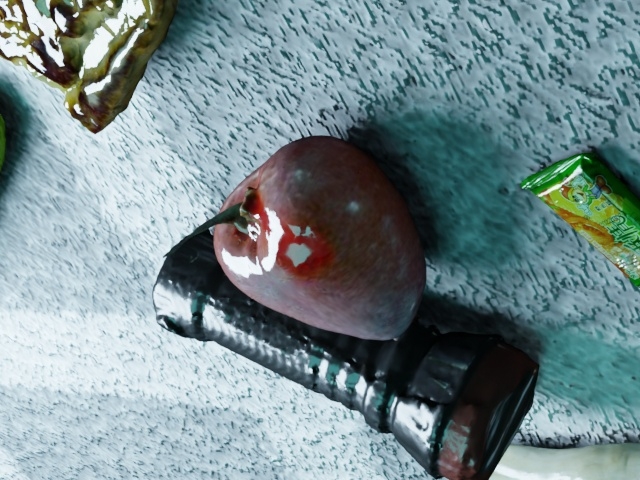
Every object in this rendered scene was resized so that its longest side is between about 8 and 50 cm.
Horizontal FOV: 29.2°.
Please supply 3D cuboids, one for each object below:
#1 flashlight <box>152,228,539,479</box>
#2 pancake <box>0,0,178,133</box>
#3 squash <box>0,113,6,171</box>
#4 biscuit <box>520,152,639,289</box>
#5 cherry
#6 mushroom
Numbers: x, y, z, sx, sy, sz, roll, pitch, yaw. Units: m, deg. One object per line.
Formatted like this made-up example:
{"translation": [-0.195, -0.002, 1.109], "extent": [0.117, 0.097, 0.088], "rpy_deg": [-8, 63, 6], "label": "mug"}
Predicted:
{"translation": [0.009, 0.060, 0.728], "extent": [0.232, 0.093, 0.093], "rpy_deg": [25, 144, 22], "label": "flashlight"}
{"translation": [-0.131, -0.151, 0.612], "extent": [0.257, 0.056, 0.212], "rpy_deg": [4, 129, 46], "label": "pancake"}
{"translation": [-0.284, -0.015, 0.870], "extent": [0.082, 0.082, 0.292], "rpy_deg": [37, 145, -5], "label": "squash"}
{"translation": [0.142, -0.008, 0.592], "extent": [0.089, 0.016, 0.046], "rpy_deg": [41, 145, -10], "label": "biscuit"}
{"translation": [-0.002, -0.002, 0.656], "extent": [0.106, 0.087, 0.126], "rpy_deg": [-8, 146, 35], "label": "cherry"}
{"translation": [0.170, 0.147, 0.726], "extent": [0.202, 0.054, 0.059], "rpy_deg": [-1, 133, 46], "label": "mushroom"}
